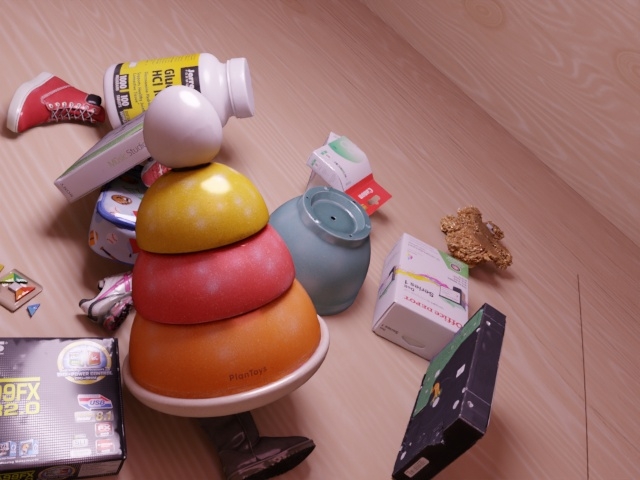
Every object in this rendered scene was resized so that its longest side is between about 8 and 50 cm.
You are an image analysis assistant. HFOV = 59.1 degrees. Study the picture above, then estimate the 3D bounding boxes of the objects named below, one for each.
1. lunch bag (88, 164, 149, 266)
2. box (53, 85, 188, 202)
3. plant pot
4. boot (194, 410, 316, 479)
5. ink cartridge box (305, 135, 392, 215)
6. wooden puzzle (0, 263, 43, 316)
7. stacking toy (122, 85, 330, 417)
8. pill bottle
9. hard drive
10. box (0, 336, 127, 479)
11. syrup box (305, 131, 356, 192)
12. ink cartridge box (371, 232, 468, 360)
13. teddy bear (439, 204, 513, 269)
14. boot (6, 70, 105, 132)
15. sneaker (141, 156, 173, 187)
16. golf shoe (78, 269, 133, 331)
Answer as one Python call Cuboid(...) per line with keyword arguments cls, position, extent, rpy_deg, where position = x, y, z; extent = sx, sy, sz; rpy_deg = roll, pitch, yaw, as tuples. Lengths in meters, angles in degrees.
Cuboid(cls="lunch bag", position=(-0.333, -0.048, 1.166), extent=(0.243, 0.115, 0.303), rpy_deg=(15, 23, -17))
Cuboid(cls="box", position=(-0.389, -0.211, 1.176), extent=(0.059, 0.232, 0.322), rpy_deg=(58, 14, -22))
Cuboid(cls="plant pot", position=(0.000, 0.000, 1.321), extent=(0.292, 0.196, 0.293), rpy_deg=(18, 39, -16))
Cuboid(cls="boot", position=(-0.129, 0.312, 0.991), extent=(0.189, 0.076, 0.208), rpy_deg=(-3, 42, -40))
Cuboid(cls="ink cartridge box", position=(0.093, -0.182, 1.560), extent=(0.224, 0.056, 0.181), rpy_deg=(41, 38, 10))
Cuboid(cls="wooden puzzle", position=(-0.542, 0.084, 0.998), extent=(0.116, 0.014, 0.079), rpy_deg=(29, 37, -4))
Cuboid(cls="stacking toy", position=(-0.174, -0.002, 0.905), extent=(0.350, 0.481, 0.351), rpy_deg=(-5, 18, 2))
Cuboid(cls="pill bottle", position=(-0.338, -0.356, 1.389), extent=(0.333, 0.188, 0.188), rpy_deg=(-7, 43, 2))
Cuboid(cls="hard drive", position=(0.264, 0.303, 1.126), extent=(0.064, 0.237, 0.339), rpy_deg=(33, 36, 2))
Cuboid(cls="box", position=(-0.439, 0.249, 0.844), extent=(0.269, 0.060, 0.216), rpy_deg=(6, 44, -30))
Cuboid(cls="syrup box", position=(0.034, -0.216, 1.672), extent=(0.093, 0.096, 0.237), rpy_deg=(27, 37, -10))
Cuboid(cls="ink cartridge box", position=(0.255, 0.139, 1.404), extent=(0.201, 0.117, 0.278), rpy_deg=(27, 38, -6))
Cuboid(cls="teddy bear", position=(0.474, -0.001, 1.747), extent=(0.245, 0.113, 0.338), rpy_deg=(32, 29, -11))
Cuboid(cls="boot", position=(-0.613, -0.306, 1.338), extent=(0.176, 0.088, 0.244), rpy_deg=(23, 34, -14))
Cuboid(cls="sneaker", position=(-0.330, -0.160, 1.194), extent=(0.092, 0.088, 0.225), rpy_deg=(1, 23, 6))
Cuboid(cls="golf shoe", position=(-0.373, 0.084, 1.071), extent=(0.085, 0.068, 0.186), rpy_deg=(31, 37, 0))
